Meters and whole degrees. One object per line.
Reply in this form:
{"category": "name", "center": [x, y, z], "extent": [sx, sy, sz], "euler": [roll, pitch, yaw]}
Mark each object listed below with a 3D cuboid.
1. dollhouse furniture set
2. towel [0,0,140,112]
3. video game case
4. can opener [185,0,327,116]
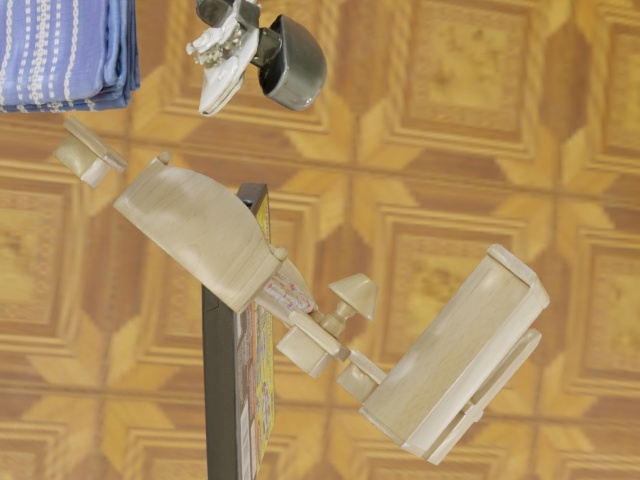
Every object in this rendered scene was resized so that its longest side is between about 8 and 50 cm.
{"category": "dollhouse furniture set", "center": [0.000, 0.000, 1.489], "extent": [0.355, 0.303, 0.174], "euler": [40, 89, 17]}
{"category": "towel", "center": [-0.267, -0.212, 1.327], "extent": [0.040, 0.336, 0.243], "euler": [-4, 93, -54]}
{"category": "video game case", "center": [-0.080, 0.109, 1.778], "extent": [0.035, 0.248, 0.274], "euler": [1, 109, 6]}
{"category": "can opener", "center": [-0.049, -0.182, 1.333], "extent": [0.093, 0.074, 0.280], "euler": [26, 36, -23]}
